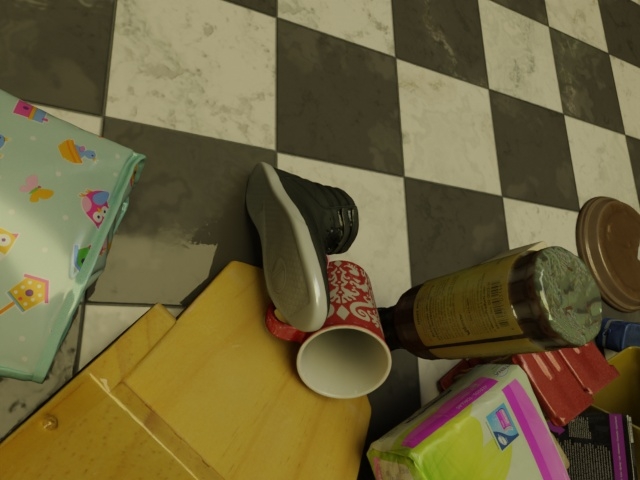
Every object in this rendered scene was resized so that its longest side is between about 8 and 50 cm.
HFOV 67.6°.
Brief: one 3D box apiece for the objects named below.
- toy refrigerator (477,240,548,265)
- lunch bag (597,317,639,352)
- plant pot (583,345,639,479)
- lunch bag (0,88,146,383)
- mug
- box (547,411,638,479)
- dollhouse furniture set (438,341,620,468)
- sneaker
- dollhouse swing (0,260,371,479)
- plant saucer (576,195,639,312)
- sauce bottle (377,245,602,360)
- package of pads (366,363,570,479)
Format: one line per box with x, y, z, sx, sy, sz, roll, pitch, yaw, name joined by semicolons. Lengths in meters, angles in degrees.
0.395;0.148;0.868;0.094;0.102;0.269;-22;88;-31;toy refrigerator
0.628;0.200;1.002;0.099;0.065;0.067;11;90;-24;lunch bag
0.602;0.346;0.857;0.212;0.212;0.187;-20;107;-21;plant pot
-0.334;-0.005;0.483;0.223;0.160;0.262;24;60;-22;lunch bag
0.017;0.094;0.630;0.150;0.113;0.169;45;20;-20;mug
0.430;0.344;0.799;0.029;0.162;0.116;24;65;-44;box
0.369;0.318;0.712;0.152;0.201;0.374;-23;76;-30;dollhouse furniture set
0.000;-0.001;0.628;0.147;0.104;0.295;10;34;-27;sneaker
-0.137;0.251;0.576;0.315;0.305;0.347;-40;100;11;dollhouse swing
0.697;0.025;1.103;0.278;0.041;0.277;9;71;-27;plant saucer
0.169;0.097;0.617;0.111;0.344;0.111;9;71;-28;sauce bottle
0.206;0.335;0.582;0.229;0.101;0.296;-22;87;-33;package of pads
